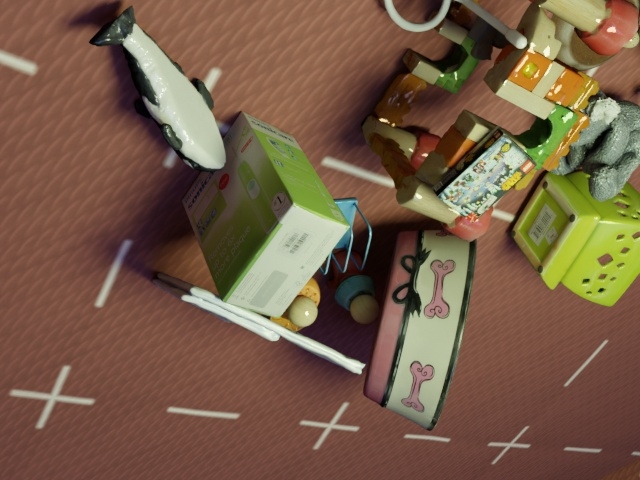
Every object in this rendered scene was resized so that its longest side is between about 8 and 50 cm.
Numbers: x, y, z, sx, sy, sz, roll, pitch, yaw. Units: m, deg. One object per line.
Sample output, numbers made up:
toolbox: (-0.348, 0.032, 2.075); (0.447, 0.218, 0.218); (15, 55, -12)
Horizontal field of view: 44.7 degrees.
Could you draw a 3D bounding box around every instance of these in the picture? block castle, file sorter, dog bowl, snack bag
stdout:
block castle: (0.290, -0.250, 1.301); (0.213, 0.303, 0.453); (19, 118, -29)
file sorter: (0.000, 0.000, 1.509); (0.170, 0.104, 0.118); (-6, 130, -21)
dog bowl: (0.191, 0.161, 1.559); (0.150, 0.408, 0.408); (13, 127, 5)
snack bag: (-0.124, 0.148, 1.403); (0.343, 0.323, 0.037); (27, 81, -20)

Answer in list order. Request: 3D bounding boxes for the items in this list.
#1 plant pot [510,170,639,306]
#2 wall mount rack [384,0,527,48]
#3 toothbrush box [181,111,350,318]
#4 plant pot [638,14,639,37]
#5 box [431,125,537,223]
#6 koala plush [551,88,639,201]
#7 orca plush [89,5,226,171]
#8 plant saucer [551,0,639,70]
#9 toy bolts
plant pot: (0.558, -0.019, 1.682); (0.207, 0.227, 0.228); (9, 124, -23)
wall mount rack: (0.194, -0.438, 1.117); (0.130, 0.304, 0.350); (-48, 156, -49)
toothbrush box: (-0.101, -0.046, 1.297); (0.122, 0.283, 0.206); (22, 116, -36)
plant pot: (0.744, -0.384, 1.439); (0.243, 0.275, 0.275); (20, 117, -29)
box: (0.250, -0.098, 1.189); (0.094, 0.027, 0.137); (31, 113, -35)
koala plush: (0.520, -0.231, 1.514); (0.203, 0.196, 0.221); (-50, 131, 4)
orca plush: (-0.262, -0.212, 1.212); (0.102, 0.151, 0.287); (-12, 144, 28)
plant saucer: (0.522, -0.401, 1.463); (0.199, 0.036, 0.198); (-14, 133, -15)
toy bolts: (0.006, 0.139, 1.590); (0.229, 0.158, 0.218); (-12, 132, -17)
